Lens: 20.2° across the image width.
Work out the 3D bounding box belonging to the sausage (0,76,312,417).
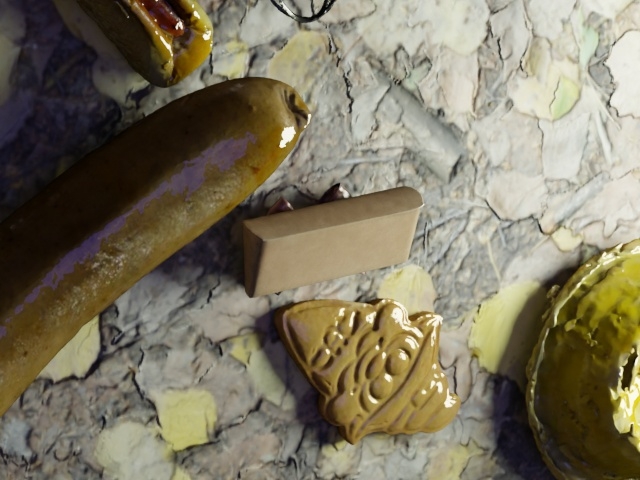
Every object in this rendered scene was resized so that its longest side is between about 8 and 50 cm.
[{"bbox_3d":[-0.218,0.009,1.611,0.501,0.136,0.123,-42,144,-17],"label":"sausage"}]

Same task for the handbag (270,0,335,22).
[{"bbox_3d":[-0.018,-0.272,1.694,0.115,0.072,0.139,-26,116,-23],"label":"handbag"}]

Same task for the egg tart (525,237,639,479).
[{"bbox_3d":[0.369,0.153,1.971,0.315,0.120,0.314,-7,105,-26],"label":"egg tart"}]

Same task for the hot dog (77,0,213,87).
[{"bbox_3d":[-0.182,-0.239,1.611,0.084,0.073,0.242,-49,119,-17],"label":"hot dog"}]

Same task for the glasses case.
[{"bbox_3d":[0.000,0.000,1.775,0.194,0.070,0.102,-13,135,-28],"label":"glasses case"}]

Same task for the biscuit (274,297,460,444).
[{"bbox_3d":[0.052,0.129,1.846,0.250,0.035,0.162,30,82,-29],"label":"biscuit"}]
